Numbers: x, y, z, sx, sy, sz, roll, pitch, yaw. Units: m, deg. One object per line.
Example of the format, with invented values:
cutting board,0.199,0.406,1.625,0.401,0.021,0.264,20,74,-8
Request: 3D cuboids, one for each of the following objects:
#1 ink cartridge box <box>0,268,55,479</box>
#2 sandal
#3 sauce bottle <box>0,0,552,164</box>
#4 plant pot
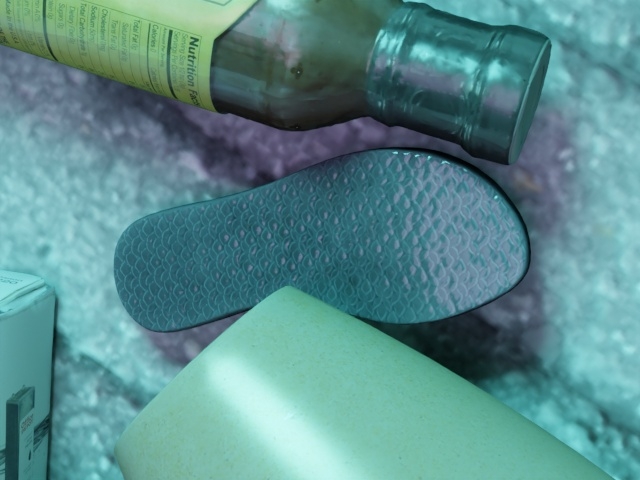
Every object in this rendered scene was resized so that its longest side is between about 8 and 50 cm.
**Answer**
ink cartridge box,-0.256,0.124,0.919,0.158,0.092,0.218,9,103,14
sandal,-0.001,-0.001,0.842,0.254,0.054,0.097,-4,94,27
sauce bottle,-0.050,-0.124,0.793,0.344,0.111,0.111,17,107,10
plant pot,0.030,0.166,0.761,0.274,0.256,0.256,46,110,6
